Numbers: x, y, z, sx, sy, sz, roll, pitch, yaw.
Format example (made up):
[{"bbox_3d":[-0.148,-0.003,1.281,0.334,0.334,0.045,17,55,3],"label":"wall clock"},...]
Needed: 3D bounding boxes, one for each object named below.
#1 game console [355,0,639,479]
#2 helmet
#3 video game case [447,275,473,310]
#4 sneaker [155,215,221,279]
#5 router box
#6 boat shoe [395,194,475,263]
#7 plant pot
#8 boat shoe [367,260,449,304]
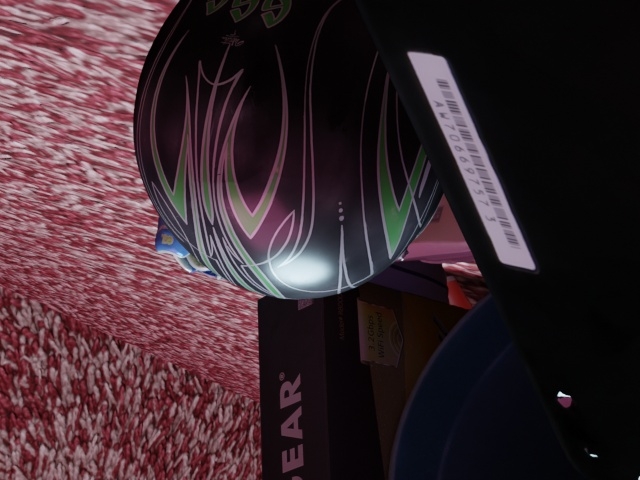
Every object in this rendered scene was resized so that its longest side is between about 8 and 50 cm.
[{"bbox_3d":[0.169,-0.022,0.570,0.342,0.060,0.386,13,141,44],"label":"game console"},{"bbox_3d":[-0.012,-0.054,0.881,0.169,0.161,0.169,19,170,3],"label":"helmet"},{"bbox_3d":[0.155,0.196,1.548,0.025,0.285,0.204,-14,135,-15],"label":"video game case"},{"bbox_3d":[-0.089,-0.006,1.546,0.080,0.081,0.211,13,170,26],"label":"sneaker"},{"bbox_3d":[0.074,0.197,1.341,0.243,0.309,0.081,16,151,-37],"label":"router box"},{"bbox_3d":[0.084,-0.011,1.256,0.063,0.066,0.184,27,158,-32],"label":"boat shoe"},{"bbox_3d":[0.231,0.182,1.259,0.255,0.271,0.272,38,162,-32],"label":"plant pot"},{"bbox_3d":[0.000,0.000,1.383,0.095,0.084,0.258,-20,149,35],"label":"boat shoe"}]
